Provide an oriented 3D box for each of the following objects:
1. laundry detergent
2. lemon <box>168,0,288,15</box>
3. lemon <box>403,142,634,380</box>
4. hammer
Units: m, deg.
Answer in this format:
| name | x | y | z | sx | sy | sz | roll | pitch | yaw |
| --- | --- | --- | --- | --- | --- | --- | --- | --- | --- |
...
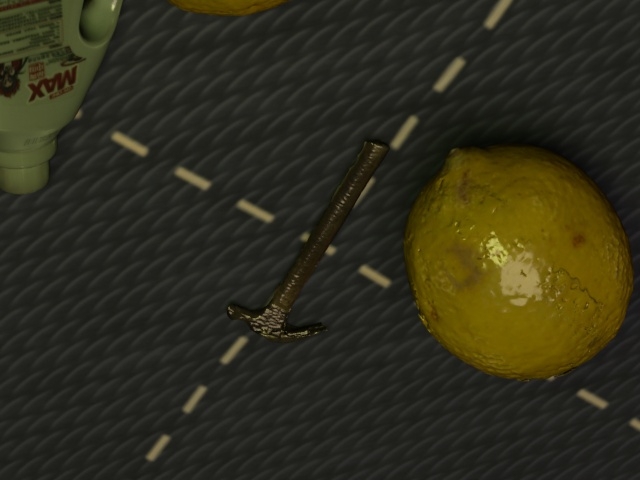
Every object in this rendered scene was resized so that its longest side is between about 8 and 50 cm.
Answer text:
| name | x | y | z | sx | sy | sz | roll | pitch | yaw |
| --- | --- | --- | --- | --- | --- | --- | --- | --- | --- |
| laundry detergent | -0.311 | -0.234 | 1.648 | 0.264 | 0.124 | 0.398 | -24 | 133 | -32 |
| lemon | -0.091 | -0.338 | 1.565 | 0.228 | 0.253 | 0.228 | 9 | 113 | 22 |
| lemon | 0.222 | 0.021 | 1.794 | 0.258 | 0.258 | 0.310 | -29 | 120 | 9 |
| hammer | 0.000 | 0.000 | 1.884 | 0.125 | 0.027 | 0.297 | 23 | 113 | -17 |
